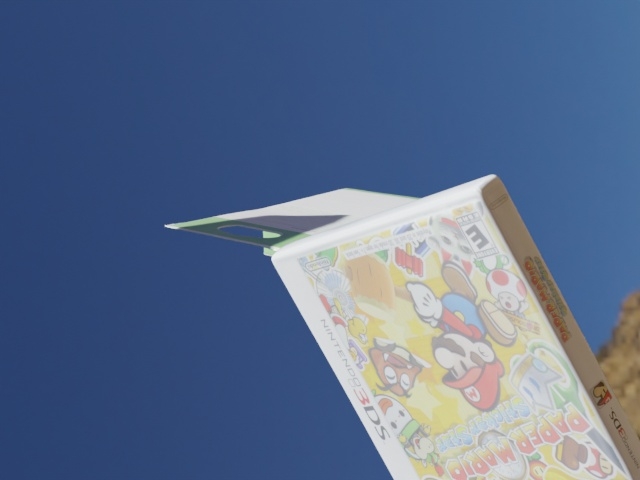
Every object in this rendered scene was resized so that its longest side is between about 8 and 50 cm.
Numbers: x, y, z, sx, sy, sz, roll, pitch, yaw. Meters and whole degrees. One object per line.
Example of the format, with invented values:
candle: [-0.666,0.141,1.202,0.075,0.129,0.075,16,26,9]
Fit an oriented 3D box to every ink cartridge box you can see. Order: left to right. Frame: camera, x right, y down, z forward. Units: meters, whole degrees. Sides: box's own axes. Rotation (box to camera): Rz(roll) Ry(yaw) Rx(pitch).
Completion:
ink cartridge box: [0.000,0.000,1.367,0.235,0.171,0.056,-16,-72,-40]

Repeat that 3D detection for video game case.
video game case: [0.082,0.075,0.950,0.026,0.227,0.206,-35,-80,-35]
